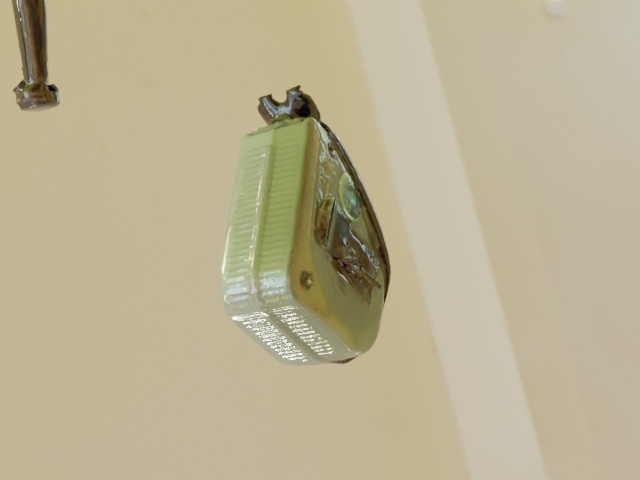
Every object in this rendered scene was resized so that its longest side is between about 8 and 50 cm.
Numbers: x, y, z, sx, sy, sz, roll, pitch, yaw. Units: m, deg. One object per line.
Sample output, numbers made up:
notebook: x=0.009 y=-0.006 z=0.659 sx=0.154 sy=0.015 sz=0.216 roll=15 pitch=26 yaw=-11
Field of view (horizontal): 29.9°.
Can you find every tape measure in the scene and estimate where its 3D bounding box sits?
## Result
tape measure: x=0.000 y=0.000 z=1.191 sx=0.207 sy=0.115 sz=0.235 roll=44 pitch=-138 yaw=-45

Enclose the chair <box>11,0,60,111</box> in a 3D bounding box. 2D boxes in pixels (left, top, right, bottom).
chair: x=-0.106 y=-0.299 z=0.530 sx=0.364 sy=0.362 sz=0.410 roll=-6 pitch=-92 yaw=-70
